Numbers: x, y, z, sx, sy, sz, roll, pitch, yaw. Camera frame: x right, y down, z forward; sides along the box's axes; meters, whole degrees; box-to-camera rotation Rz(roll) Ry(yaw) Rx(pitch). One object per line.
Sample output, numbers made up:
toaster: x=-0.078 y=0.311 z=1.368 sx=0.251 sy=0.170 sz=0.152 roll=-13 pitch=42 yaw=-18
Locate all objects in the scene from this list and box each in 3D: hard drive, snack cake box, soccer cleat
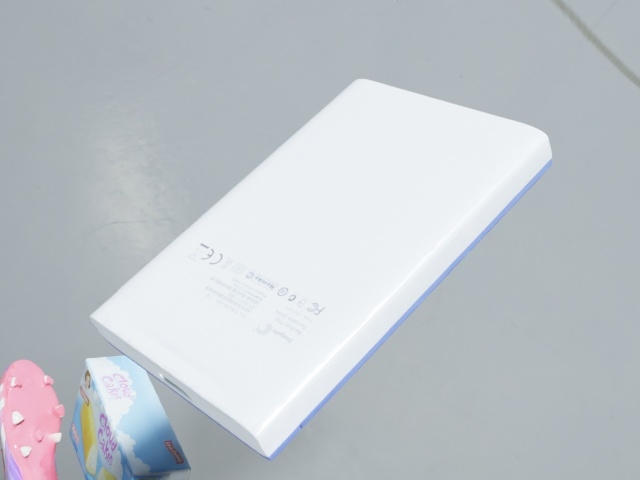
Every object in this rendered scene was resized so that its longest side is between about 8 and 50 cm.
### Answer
hard drive: x=0.000 y=0.000 z=0.741 sx=0.319 sy=0.210 sz=0.040 roll=-44 pitch=134 yaw=-22
snack cake box: x=-0.285 y=0.307 z=1.397 sx=0.089 sy=0.264 sz=0.152 roll=1 pitch=119 yaw=-30
soccer cleat: x=-0.345 y=0.266 z=1.117 sx=0.095 sy=0.083 sz=0.248 roll=-28 pitch=72 yaw=32
